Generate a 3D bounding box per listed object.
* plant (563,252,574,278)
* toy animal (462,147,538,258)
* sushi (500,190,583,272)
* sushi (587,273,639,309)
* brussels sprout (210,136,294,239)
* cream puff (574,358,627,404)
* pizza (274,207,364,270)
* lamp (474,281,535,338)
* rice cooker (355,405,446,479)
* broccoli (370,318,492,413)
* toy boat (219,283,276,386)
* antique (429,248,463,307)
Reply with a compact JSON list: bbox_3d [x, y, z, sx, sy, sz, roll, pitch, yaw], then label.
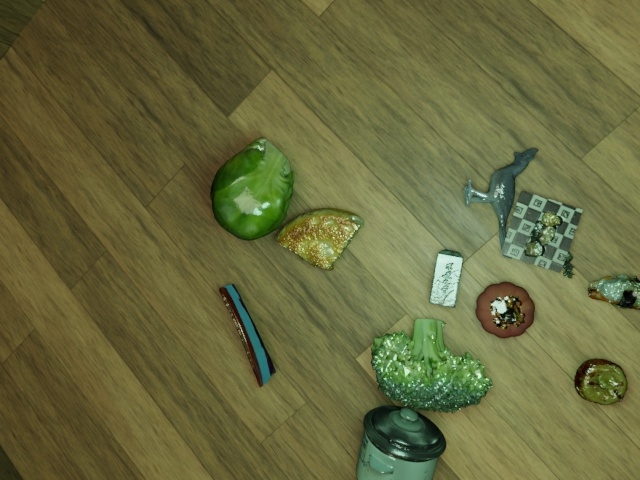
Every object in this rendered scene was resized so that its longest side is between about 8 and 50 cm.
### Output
[{"bbox_3d":[0.776,0.072,1.537,0.051,0.051,0.102,-21,78,14],"label":"plant"},{"bbox_3d":[0.565,-0.140,1.575,0.206,0.081,0.367,13,92,1],"label":"toy animal"},{"bbox_3d":[0.695,-0.026,1.549,0.192,0.050,0.215,20,88,13],"label":"sushi"},{"bbox_3d":[0.937,0.156,1.470,0.226,0.103,0.097,14,77,13],"label":"sushi"},{"bbox_3d":[-0.232,-0.179,1.697,0.281,0.289,0.354,28,85,0],"label":"brussels sprout"},{"bbox_3d":[0.859,0.432,1.497,0.149,0.084,0.149,1,94,14],"label":"cream puff"},{"bbox_3d":[0.000,0.000,1.734,0.336,0.086,0.226,-13,91,17],"label":"pizza"},{"bbox_3d":[0.586,0.221,1.544,0.182,0.140,0.182,-1,86,12],"label":"lamp"},{"bbox_3d":[0.250,0.678,1.560,0.264,0.317,0.316,23,96,38],"label":"rice cooker"},{"bbox_3d":[0.333,0.411,1.554,0.338,0.277,0.317,-28,63,5],"label":"broccoli"},{"bbox_3d":[-0.273,0.344,1.798,0.079,0.136,0.392,-24,82,-18],"label":"toy boat"},{"bbox_3d":[0.419,0.123,1.616,0.088,0.086,0.183,9,92,14],"label":"antique"}]
